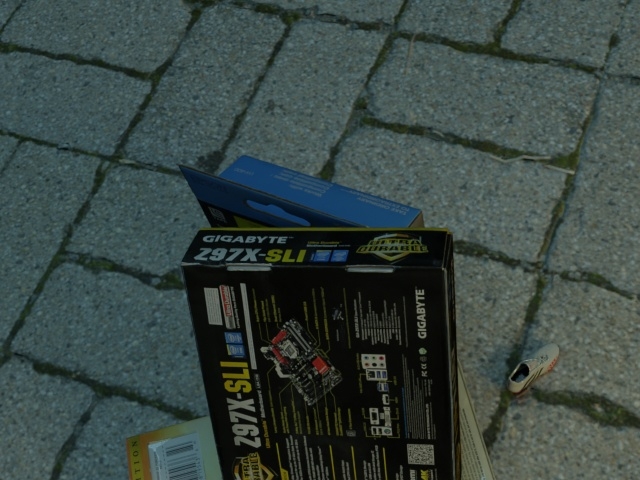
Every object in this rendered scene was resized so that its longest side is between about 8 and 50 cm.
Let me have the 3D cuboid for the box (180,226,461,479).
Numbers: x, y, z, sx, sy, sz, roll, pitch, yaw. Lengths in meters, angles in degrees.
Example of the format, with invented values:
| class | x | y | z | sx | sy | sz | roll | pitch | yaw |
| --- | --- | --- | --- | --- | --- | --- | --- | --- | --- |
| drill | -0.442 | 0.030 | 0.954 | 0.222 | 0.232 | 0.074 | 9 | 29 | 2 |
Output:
| class | x | y | z | sx | sy | sz | roll | pitch | yaw |
| --- | --- | --- | --- | --- | --- | --- | --- | --- | --- |
| box | 0.012 | 0.141 | 1.021 | 0.257 | 0.322 | 0.079 | 1 | 30 | 13 |

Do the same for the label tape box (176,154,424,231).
| class | x | y | z | sx | sy | sz | roll | pitch | yaw |
| --- | --- | --- | --- | --- | --- | --- | --- | --- | --- |
| label tape box | 0.000 | 0.000 | 1.168 | 0.240 | 0.334 | 0.106 | 19 | 64 | 22 |

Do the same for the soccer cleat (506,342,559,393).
| class | x | y | z | sx | sy | sz | roll | pitch | yaw |
| --- | --- | --- | --- | --- | --- | --- | --- | --- | --- |
| soccer cleat | 0.257 | 0.151 | 1.198 | 0.083 | 0.036 | 0.029 | -38 | 59 | -11 |

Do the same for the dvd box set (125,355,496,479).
| class | x | y | z | sx | sy | sz | roll | pitch | yaw |
| --- | --- | --- | --- | --- | --- | --- | --- | --- | --- |
| dvd box set | -0.003 | 0.322 | 1.138 | 0.420 | 0.062 | 0.308 | -16 | 58 | 2 |
